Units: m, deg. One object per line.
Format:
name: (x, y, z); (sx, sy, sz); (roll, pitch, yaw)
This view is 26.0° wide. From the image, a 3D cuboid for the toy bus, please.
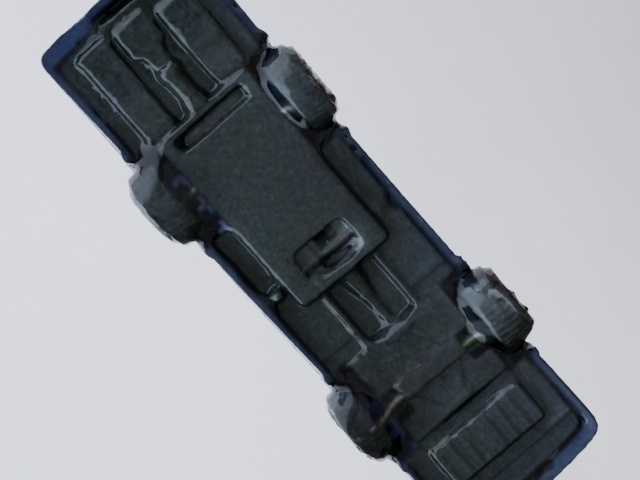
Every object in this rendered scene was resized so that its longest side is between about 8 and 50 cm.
toy bus: (0.000, 0.000, 0.335); (0.153, 0.051, 0.061); (48, 180, -10)
